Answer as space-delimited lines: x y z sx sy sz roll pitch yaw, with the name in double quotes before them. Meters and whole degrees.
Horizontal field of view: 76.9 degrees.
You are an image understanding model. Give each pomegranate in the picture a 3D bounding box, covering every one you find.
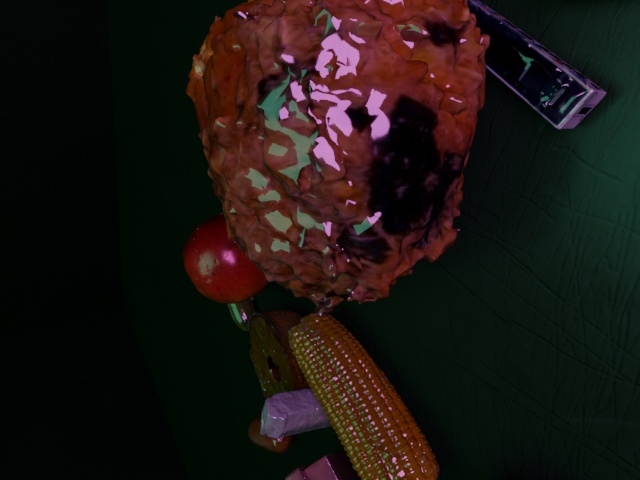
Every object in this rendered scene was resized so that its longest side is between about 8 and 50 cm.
"pomegranate" -0.201 0.047 0.930 0.210 0.210 0.235 49 163 33

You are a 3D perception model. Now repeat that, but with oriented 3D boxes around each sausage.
"sausage" -0.141 0.540 1.123 0.198 0.077 0.076 -21 84 54

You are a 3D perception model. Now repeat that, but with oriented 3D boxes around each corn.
"corn" 0.062 0.270 0.692 0.344 0.131 0.131 54 140 29

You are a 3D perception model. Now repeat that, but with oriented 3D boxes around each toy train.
"toy train" 0.192 -0.196 0.418 0.207 0.047 0.043 57 140 26

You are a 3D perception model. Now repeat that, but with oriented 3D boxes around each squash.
"squash" -0.237 0.137 1.118 0.069 0.069 0.238 -41 68 52

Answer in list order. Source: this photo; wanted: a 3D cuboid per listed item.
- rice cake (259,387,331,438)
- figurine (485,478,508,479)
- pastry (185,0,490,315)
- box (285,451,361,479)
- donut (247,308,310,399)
"rice cake" -0.014 0.319 0.767 0.063 0.207 0.069 -130 44 -52
"figurine" 0.280 0.487 0.430 0.297 0.243 0.415 122 146 -57
"pastry" 0.019 -0.131 0.472 0.337 0.293 0.404 -32 73 61
"box" 0.047 0.516 0.754 0.215 0.086 0.215 55 178 29
"donut" -0.075 0.274 0.918 0.272 0.107 0.271 31 127 52
